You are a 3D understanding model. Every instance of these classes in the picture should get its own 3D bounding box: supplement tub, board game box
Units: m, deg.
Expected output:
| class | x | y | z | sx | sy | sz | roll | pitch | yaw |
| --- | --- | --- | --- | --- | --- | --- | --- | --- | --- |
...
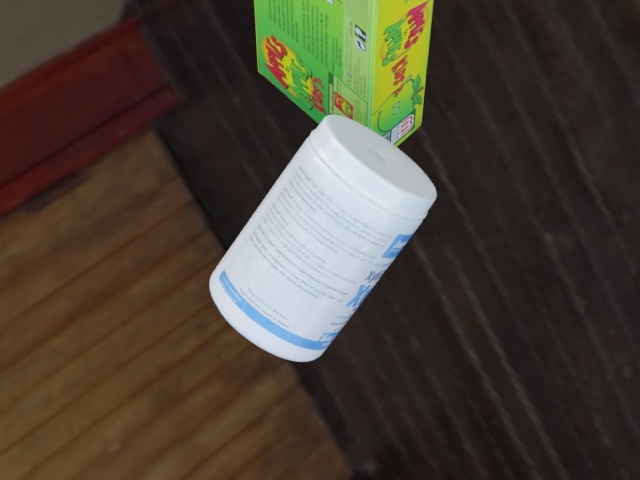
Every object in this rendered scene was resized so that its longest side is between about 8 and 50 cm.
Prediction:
| class | x | y | z | sx | sy | sz | roll | pitch | yaw |
| --- | --- | --- | --- | --- | --- | --- | --- | --- | --- |
| supplement tub | 0.000 | 0.000 | 0.731 | 0.071 | 0.071 | 0.107 | 43 | 111 | 18 |
| board game box | 0.010 | -0.123 | 0.755 | 0.092 | 0.043 | 0.181 | 43 | 159 | 21 |
